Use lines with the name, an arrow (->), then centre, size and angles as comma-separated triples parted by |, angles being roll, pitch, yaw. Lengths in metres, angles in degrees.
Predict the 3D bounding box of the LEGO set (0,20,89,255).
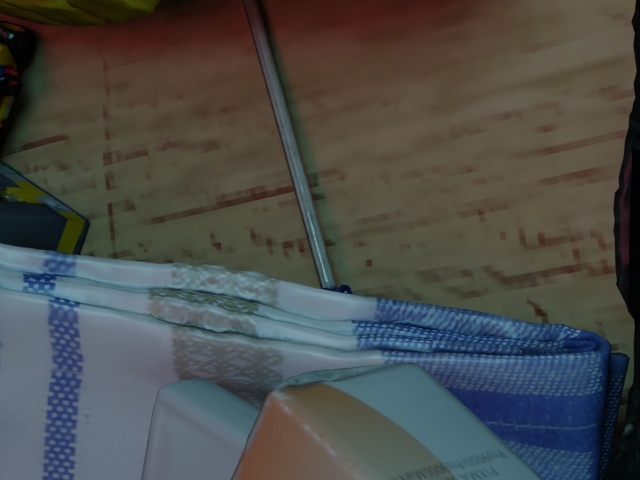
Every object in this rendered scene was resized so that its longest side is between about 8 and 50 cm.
LEGO set -> -0.232, 0.061, 0.624 | 0.255, 0.192, 0.331 | 40, 112, 33

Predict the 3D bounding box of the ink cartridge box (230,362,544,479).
ink cartridge box -> 0.033, 0.131, 0.346 | 0.179, 0.045, 0.145 | 44, 124, 35

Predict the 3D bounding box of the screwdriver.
screwdriver -> 0.000, 0.000, 0.549 | 0.025, 0.024, 0.170 | 136, 124, -63

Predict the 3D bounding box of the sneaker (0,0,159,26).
sneaker -> -0.058, -0.134, 0.564 | 0.296, 0.109, 0.123 | 3, 68, 41

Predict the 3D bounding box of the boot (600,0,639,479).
boot -> 0.180, 0.039, 0.329 | 0.348, 0.131, 0.260 | 16, 99, 39

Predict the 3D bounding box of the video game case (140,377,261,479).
video game case -> 0.009, 0.123, 0.412 | 0.157, 0.019, 0.143 | 26, 113, 41

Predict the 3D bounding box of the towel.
towel -> -0.078, 0.101, 0.489 | 0.285, 0.034, 0.209 | 7, 104, 3
